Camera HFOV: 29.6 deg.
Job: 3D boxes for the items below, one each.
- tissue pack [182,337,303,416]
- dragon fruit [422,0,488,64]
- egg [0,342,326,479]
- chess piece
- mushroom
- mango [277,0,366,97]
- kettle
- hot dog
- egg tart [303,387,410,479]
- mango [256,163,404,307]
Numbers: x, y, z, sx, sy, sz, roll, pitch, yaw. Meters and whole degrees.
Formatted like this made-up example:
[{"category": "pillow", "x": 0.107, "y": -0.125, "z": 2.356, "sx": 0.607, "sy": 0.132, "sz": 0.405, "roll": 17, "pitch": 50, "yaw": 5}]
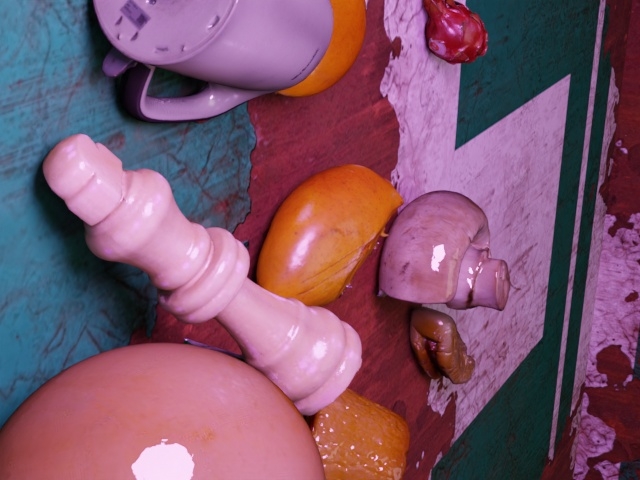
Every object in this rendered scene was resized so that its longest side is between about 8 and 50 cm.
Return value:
[{"category": "tissue pack", "x": -0.112, "y": 0.249, "z": 1.426, "sx": 0.156, "sy": 0.148, "sz": 0.209, "roll": 57, "pitch": 49, "yaw": -65}, {"category": "dragon fruit", "x": 0.189, "y": -0.340, "z": 1.874, "sx": 0.190, "sy": 0.094, "sz": 0.094, "roll": 41, "pitch": 63, "yaw": -38}, {"category": "egg", "x": -0.157, "y": 0.246, "z": 1.154, "sx": 0.374, "sy": 0.301, "sz": 0.301, "roll": 28, "pitch": 76, "yaw": -57}, {"category": "chess piece", "x": -0.123, "y": 0.034, "z": 1.221, "sx": 0.397, "sy": 0.117, "sz": 0.117, "roll": 41, "pitch": 61, "yaw": -32}, {"category": "mushroom", "x": 0.206, "y": 0.016, "z": 1.925, "sx": 0.253, "sy": 0.195, "sz": 0.189, "roll": -8, "pitch": 105, "yaw": -66}, {"category": "mango", "x": -0.011, "y": -0.254, "z": 1.456, "sx": 0.217, "sy": 0.102, "sz": 0.141, "roll": -59, "pitch": 143, "yaw": -39}, {"category": "kettle", "x": -0.113, "y": -0.218, "z": 1.228, "sx": 0.240, "sy": 0.165, "sz": 0.255, "roll": -51, "pitch": 163, "yaw": 13}, {"category": "hot dog", "x": 0.214, "y": 0.199, "z": 2.152, "sx": 0.073, "sy": 0.084, "sz": 0.242, "roll": -68, "pitch": 154, "yaw": -22}, {"category": "egg tart", "x": 0.020, "y": 0.295, "z": 1.654, "sx": 0.215, "sy": 0.170, "sz": 0.215, "roll": -163, "pitch": -90, "yaw": -83}, {"category": "mango", "x": 0.000, "y": 0.000, "z": 1.573, "sx": 0.252, "sy": 0.126, "sz": 0.154, "roll": -47, "pitch": 153, "yaw": -36}]
